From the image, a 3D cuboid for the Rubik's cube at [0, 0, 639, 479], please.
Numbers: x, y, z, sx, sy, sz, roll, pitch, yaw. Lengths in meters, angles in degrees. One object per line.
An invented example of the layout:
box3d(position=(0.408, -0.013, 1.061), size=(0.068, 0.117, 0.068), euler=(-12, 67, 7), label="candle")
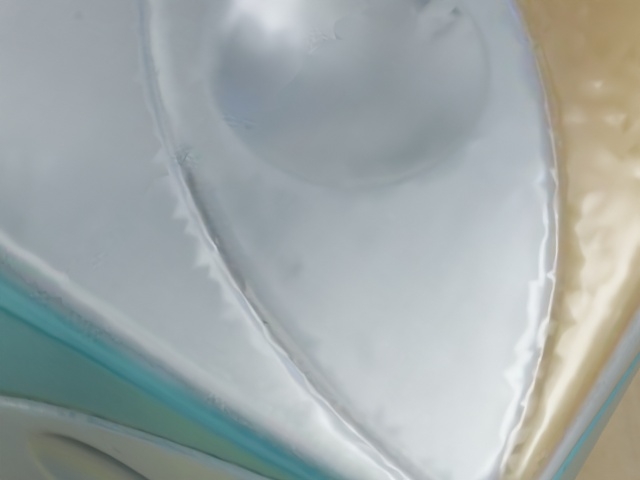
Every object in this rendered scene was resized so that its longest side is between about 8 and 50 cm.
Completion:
box3d(position=(0.000, 0.000, 0.903), size=(0.352, 0.351, 0.347), euler=(32, 65, 9), label="Rubik's cube")
